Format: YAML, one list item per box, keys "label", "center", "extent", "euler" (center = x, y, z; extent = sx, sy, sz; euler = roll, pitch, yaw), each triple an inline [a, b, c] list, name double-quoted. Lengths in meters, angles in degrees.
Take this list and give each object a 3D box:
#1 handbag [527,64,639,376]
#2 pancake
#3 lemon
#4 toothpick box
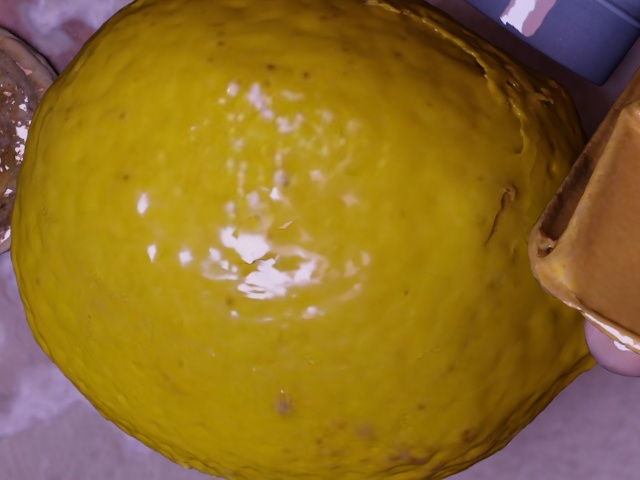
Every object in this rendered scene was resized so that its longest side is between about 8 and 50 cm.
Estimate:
- label: "handbag"
  center: [0.297, 0.040, 0.639]
  extent: [0.401, 0.283, 0.133]
  euler: [34, 126, 3]
- label: "pancake"
  center: [-0.212, -0.055, 0.883]
  extent: [0.151, 0.025, 0.152]
  euler: [1, 97, 13]
- label: "lemon"
  center: [0.000, 0.000, 0.719]
  extent: [0.310, 0.253, 0.253]
  euler: [16, 101, 15]
- label: "toothpick box"
  center: [0.138, -0.165, 0.740]
  extent: [0.101, 0.101, 0.153]
  euler: [34, 103, 8]
